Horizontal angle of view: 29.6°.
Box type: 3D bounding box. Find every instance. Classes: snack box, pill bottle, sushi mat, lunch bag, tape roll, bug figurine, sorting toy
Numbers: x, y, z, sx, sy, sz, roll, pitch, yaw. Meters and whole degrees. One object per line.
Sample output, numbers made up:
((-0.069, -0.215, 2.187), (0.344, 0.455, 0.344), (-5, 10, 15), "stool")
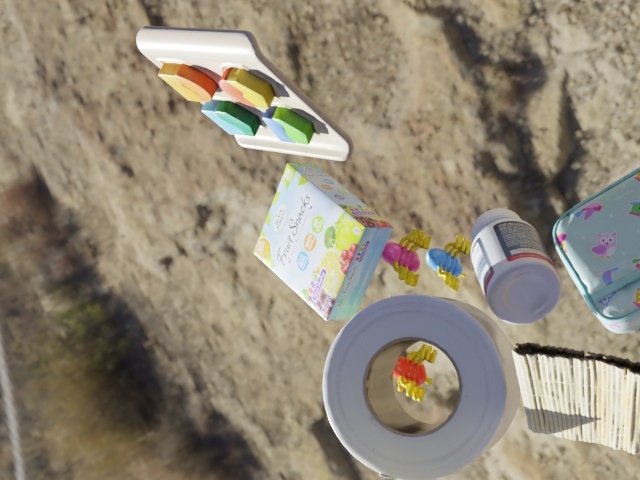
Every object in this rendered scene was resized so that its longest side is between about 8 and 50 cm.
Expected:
((0.000, 0.000, 1.922), (0.207, 0.070, 0.174), (41, 119, 39), "snack box")
((0.277, 0.030, 1.753), (0.180, 0.108, 0.108), (-100, 5, -59), "pill bottle")
((0.310, 0.189, 1.418), (0.151, 0.019, 0.316), (9, 158, 17), "sushi mat")
((0.520, 0.005, 1.867), (0.108, 0.279, 0.224), (40, -157, -57), "lunch bag")
((0.141, 0.195, 1.640), (0.246, 0.246, 0.169), (56, -170, 13), "tape roll")
((0.145, 0.104, 1.929), (0.072, 0.279, 0.216), (7, 160, 40), "bug figurine")
((-0.086, -0.156, 1.333), (0.193, 0.038, 0.208), (12, 157, 42), "sorting toy")
